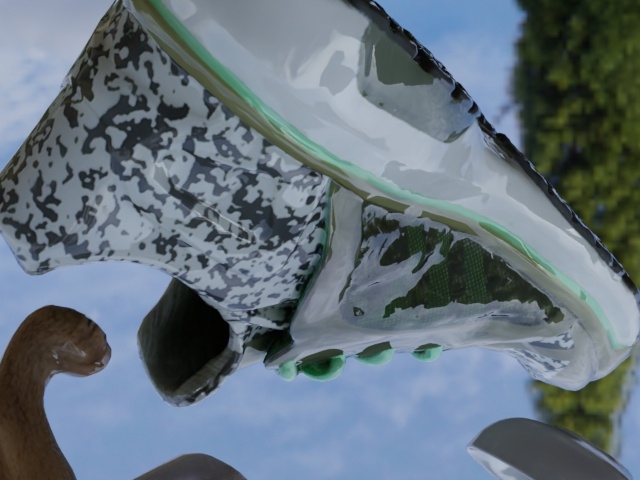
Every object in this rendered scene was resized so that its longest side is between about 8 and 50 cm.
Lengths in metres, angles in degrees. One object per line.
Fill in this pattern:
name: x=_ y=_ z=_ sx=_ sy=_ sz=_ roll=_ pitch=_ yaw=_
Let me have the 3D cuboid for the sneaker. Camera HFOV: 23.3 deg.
sneaker: x=0.000 y=0.000 z=0.680 sx=0.182 sy=0.410 sz=0.158 roll=-43 pitch=-127 yaw=8

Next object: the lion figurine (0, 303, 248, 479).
lion figurine: x=-0.019 y=0.196 z=0.553 sx=0.392 sy=0.142 sz=0.240 roll=20 pitch=-120 yaw=9

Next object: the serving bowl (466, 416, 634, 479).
serving bowl: x=0.098 y=0.092 z=0.598 sx=0.083 sy=0.083 sz=0.027 roll=25 pitch=-103 yaw=44
